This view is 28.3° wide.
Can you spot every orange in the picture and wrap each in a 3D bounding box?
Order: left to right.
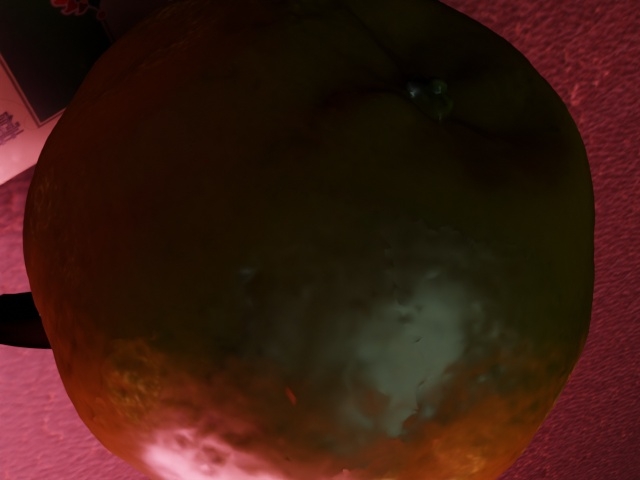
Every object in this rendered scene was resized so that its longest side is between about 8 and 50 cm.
[{"bbox_3d":[0.000,0.000,0.608,0.279,0.279,0.235,-15,156,-31],"label":"orange"}]

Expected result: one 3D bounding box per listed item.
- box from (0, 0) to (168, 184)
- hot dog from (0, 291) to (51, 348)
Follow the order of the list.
[{"bbox_3d":[-0.192,-0.109,0.635,0.212,0.095,0.168,-34,145,-10],"label":"box"},{"bbox_3d":[-0.053,0.015,0.836,0.194,0.107,0.326,-14,162,28],"label":"hot dog"}]
